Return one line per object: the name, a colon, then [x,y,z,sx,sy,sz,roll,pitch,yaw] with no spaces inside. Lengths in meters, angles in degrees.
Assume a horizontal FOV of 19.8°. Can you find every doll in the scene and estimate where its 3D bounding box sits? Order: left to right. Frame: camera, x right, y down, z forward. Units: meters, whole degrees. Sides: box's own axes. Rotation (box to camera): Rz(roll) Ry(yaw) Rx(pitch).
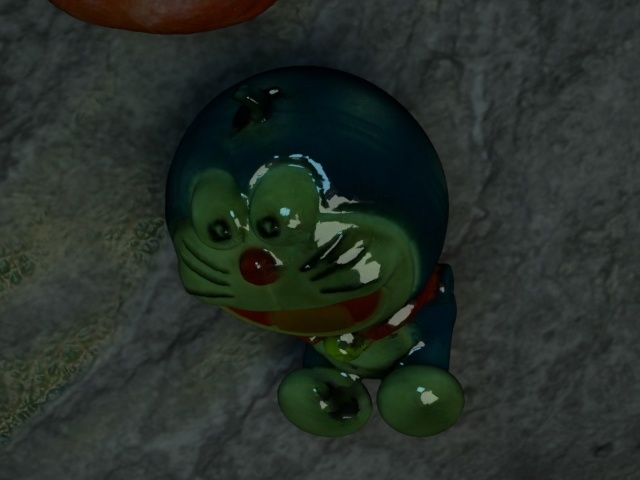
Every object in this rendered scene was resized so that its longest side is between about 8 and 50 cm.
doll: [0.001,0.000,1.325,0.198,0.186,0.322,-1,142,19]

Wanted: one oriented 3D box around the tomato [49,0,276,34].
tomato: [-0.101,-0.233,1.215,0.237,0.095,0.236,-7,120,-12]
